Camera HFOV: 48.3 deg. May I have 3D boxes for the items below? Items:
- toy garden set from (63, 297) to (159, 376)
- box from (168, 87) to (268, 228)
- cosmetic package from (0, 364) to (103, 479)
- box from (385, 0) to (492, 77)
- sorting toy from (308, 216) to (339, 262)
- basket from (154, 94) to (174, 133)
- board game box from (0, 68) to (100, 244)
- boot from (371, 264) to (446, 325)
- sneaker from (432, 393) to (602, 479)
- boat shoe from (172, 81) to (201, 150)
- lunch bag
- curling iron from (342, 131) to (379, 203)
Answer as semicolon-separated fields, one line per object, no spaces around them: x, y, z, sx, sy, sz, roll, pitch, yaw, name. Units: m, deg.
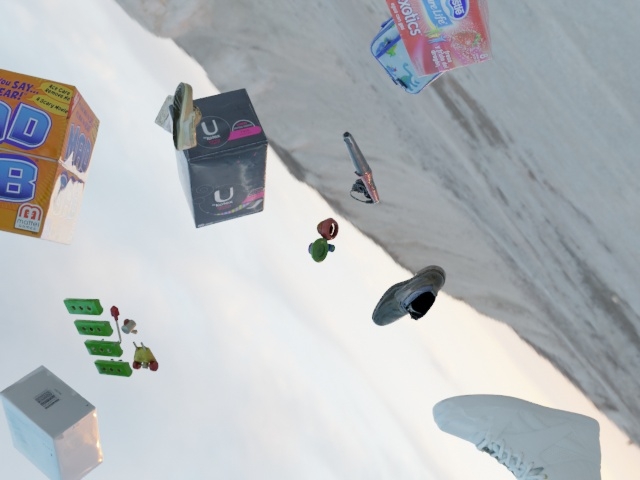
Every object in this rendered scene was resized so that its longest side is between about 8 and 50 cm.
-0.532;0.246;1.857;0.049;0.203;0.244;-53;-45;-50;toy garden set
-0.209;-0.164;1.488;0.270;0.165;0.143;100;150;-62;box
-0.702;0.492;1.872;0.224;0.225;0.138;27;-138;27;cosmetic package
0.189;-0.446;1.213;0.300;0.142;0.154;53;-146;-49;box
0.000;0.000;1.446;0.042;0.102;0.061;12;149;37;sorting toy
-0.407;-0.362;2.182;0.167;0.113;0.103;26;-177;-45;basket
-0.781;-0.203;1.746;0.356;0.357;0.356;12;176;-8;board game box
0.194;0.146;1.655;0.082;0.219;0.106;44;-155;-7;boot
0.327;0.356;1.169;0.108;0.292;0.169;104;175;-52;sneaker
-0.236;-0.222;1.271;0.045;0.135;0.050;-9;-132;-25;boat shoe
0.232;-0.457;1.631;0.176;0.219;0.090;48;-141;-11;lunch bag
0.079;-0.145;1.504;0.068;0.035;0.274;13;161;17;curling iron
